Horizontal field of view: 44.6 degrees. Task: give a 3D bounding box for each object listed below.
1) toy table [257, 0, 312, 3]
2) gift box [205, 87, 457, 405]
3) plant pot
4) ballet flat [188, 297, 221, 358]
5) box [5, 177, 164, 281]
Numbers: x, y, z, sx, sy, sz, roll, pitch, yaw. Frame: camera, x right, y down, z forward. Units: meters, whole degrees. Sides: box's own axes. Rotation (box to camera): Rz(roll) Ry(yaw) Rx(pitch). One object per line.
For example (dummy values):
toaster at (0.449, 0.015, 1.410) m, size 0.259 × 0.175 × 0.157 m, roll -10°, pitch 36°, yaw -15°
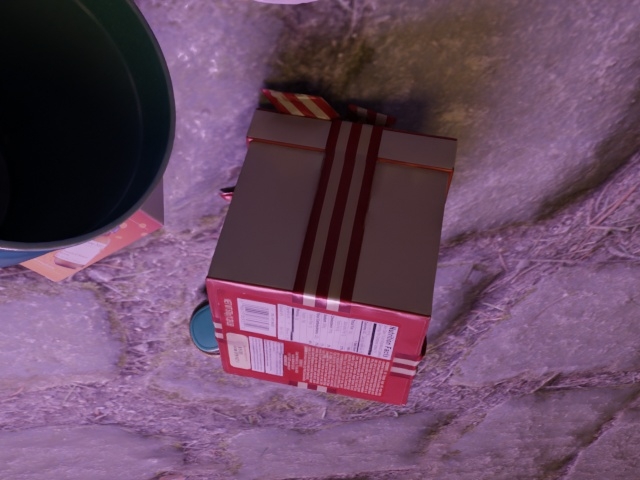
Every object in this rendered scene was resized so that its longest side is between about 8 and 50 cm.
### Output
toy table at (0.023, -0.293, 0.488) m, size 0.274 × 0.161 × 0.252 m, roll -31°, pitch 131°, yaw 19°
gift box at (0.000, 0.000, 0.867) m, size 0.276 × 0.258 × 0.255 m, roll 13°, pitch 146°, yaw 2°
plant pot at (-0.306, -0.093, 0.659) m, size 0.271 × 0.272 × 0.255 m, roll 20°, pitch 153°, yaw -36°
ballet flat at (-0.022, 0.079, 1.109) m, size 0.348 × 0.123 × 0.123 m, roll -22°, pitch 144°, yaw 17°
box at (-0.280, -0.045, 0.867) m, size 0.170 × 0.091 × 0.130 m, roll -26°, pitch 143°, yaw 23°
